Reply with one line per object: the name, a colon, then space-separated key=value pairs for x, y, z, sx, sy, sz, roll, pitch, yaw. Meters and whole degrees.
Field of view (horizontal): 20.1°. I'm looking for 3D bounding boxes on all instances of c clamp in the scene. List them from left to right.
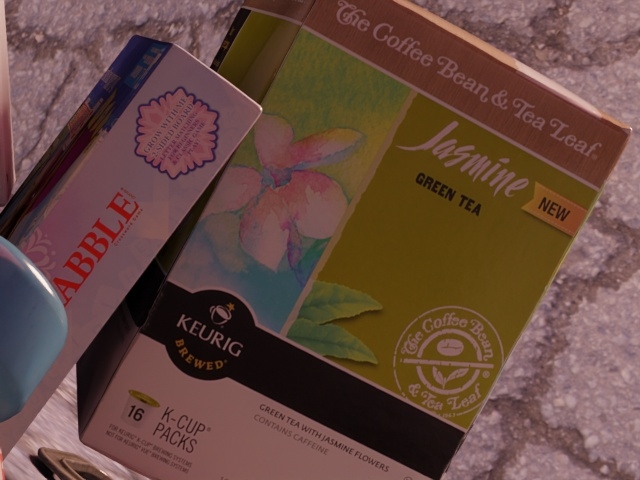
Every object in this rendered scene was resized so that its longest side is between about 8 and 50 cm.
c clamp: x=-0.168 y=0.214 z=1.498 sx=0.137 sy=0.022 sz=0.160 roll=39 pitch=-1 yaw=21

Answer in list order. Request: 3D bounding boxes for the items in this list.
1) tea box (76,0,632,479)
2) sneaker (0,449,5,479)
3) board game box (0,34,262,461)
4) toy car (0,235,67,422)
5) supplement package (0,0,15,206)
tea box: x=0.000 y=0.000 z=1.216 sx=0.220 sy=0.324 sz=0.329 roll=27 pitch=5 yaw=-12
sneaker: x=-0.156 y=0.114 z=0.712 sx=0.145 sy=0.090 sz=0.270 roll=57 pitch=21 yaw=-76
board game box: x=-0.172 y=0.020 z=1.096 sx=0.066 sy=0.318 sz=0.318 roll=36 pitch=0 yaw=-12
toy car: x=-0.236 y=0.077 z=0.588 sx=0.210 sy=0.219 sz=0.238 roll=39 pitch=-29 yaw=-12
supplement package: x=-0.347 y=-0.121 z=1.228 sx=0.262 sy=0.199 sz=0.198 roll=-3 pitch=7 yaw=-8
